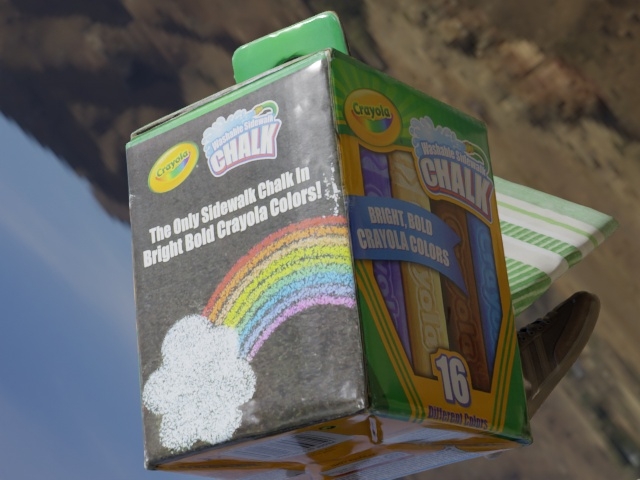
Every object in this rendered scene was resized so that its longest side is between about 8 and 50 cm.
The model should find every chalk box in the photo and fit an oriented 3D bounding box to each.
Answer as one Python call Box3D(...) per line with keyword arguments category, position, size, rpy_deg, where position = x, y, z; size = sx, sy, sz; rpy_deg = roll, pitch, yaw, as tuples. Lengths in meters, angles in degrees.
Box3D(category="chalk box", position=(0.000, 0.000, 1.053), size=(0.179, 0.180, 0.289), rpy_deg=(20, -121, -49))

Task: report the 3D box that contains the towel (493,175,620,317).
Box3D(category="towel", position=(0.112, -0.005, 1.518), size=(0.247, 0.038, 0.325), rpy_deg=(20, -157, 21))

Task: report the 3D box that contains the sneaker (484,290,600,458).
Box3D(category="sneaker", position=(0.190, 0.112, 1.541), size=(0.071, 0.188, 0.066), rpy_deg=(38, 167, -5))

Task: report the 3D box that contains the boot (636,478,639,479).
Box3D(category="boot", position=(0.218, 0.280, 1.298), size=(0.077, 0.213, 0.165), rpy_deg=(45, 156, 37))
